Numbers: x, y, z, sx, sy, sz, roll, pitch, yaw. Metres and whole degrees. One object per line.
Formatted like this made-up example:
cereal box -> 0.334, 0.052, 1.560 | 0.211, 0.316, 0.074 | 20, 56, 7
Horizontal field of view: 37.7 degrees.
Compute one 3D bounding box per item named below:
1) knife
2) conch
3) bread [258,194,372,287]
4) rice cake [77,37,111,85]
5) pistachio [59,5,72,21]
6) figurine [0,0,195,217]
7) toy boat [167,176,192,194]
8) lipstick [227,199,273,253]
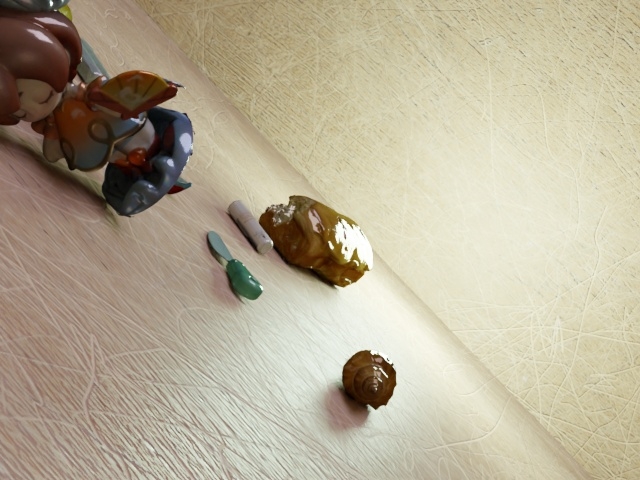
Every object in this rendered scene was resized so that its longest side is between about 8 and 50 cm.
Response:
knife -> -0.171, 0.034, 1.719 | 0.063, 0.034, 0.260 | 31, 9, -35
conch -> 0.096, 0.244, 1.756 | 0.109, 0.093, 0.330 | 38, 8, -1
bread -> 0.006, -0.002, 2.283 | 0.195, 0.149, 0.344 | 49, 10, 27
rice cake -> -0.508, -0.388, 2.037 | 0.085, 0.040, 0.226 | 35, 13, -50
pistachio -> -0.573, -0.471, 1.911 | 0.189, 0.110, 0.100 | 27, 52, -65
figurine -> -0.371, -0.234, 1.345 | 0.388, 0.276, 0.248 | 35, 37, -40
toy boat -> -0.317, -0.153, 1.779 | 0.173, 0.059, 0.069 | 44, 9, -9
lipstick -> -0.151, -0.028, 2.039 | 0.141, 0.040, 0.040 | 51, 11, 32
